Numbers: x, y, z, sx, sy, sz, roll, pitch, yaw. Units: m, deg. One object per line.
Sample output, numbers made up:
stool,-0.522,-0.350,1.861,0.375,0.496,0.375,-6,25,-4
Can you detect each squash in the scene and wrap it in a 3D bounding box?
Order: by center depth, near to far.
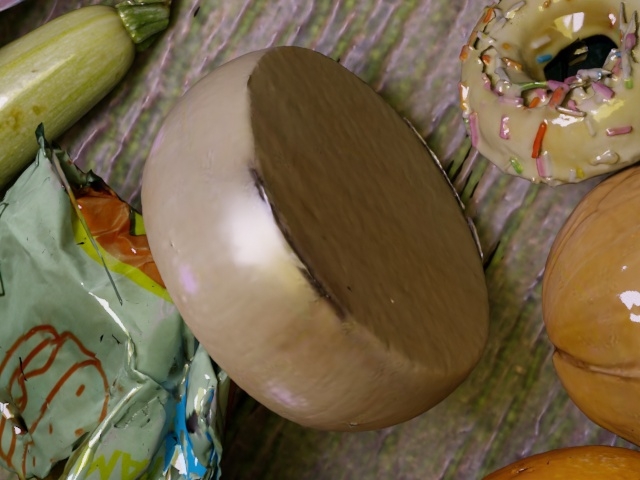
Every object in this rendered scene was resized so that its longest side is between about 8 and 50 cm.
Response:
squash,-0.193,-0.108,1.185,0.224,0.094,0.094,-35,85,2

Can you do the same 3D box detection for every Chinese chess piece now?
Chinese chess piece,0.000,0.000,1.058,0.097,0.251,0.251,-34,86,28

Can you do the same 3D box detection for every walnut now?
walnut,0.248,0.033,1.046,0.226,0.193,0.193,-24,88,5

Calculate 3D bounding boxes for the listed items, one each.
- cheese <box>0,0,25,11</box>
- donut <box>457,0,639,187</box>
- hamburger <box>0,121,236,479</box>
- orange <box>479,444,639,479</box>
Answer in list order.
cheese,-0.272,-0.149,1.159,0.286,0.189,0.074,-27,122,-4
donut,0.163,-0.114,1.068,0.174,0.068,0.174,-15,49,18
hamburger,-0.179,0.089,1.100,0.260,0.150,0.276,55,138,6
orange,0.166,0.249,1.037,0.246,0.246,0.246,1,93,12
